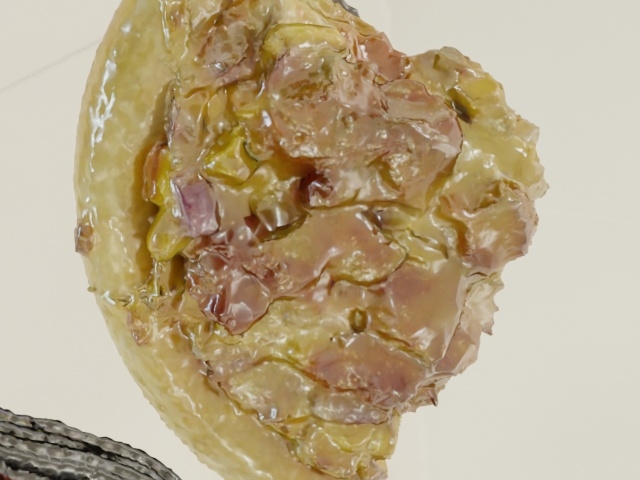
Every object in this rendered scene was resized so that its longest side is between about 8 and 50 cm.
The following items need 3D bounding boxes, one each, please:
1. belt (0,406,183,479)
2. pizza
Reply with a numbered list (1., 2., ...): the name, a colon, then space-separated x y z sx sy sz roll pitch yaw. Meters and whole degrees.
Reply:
1. belt: -0.192 0.090 0.597 0.359 0.126 0.094 29 115 -37
2. pizza: 0.000 0.000 0.893 0.278 0.114 0.409 -11 119 -8
